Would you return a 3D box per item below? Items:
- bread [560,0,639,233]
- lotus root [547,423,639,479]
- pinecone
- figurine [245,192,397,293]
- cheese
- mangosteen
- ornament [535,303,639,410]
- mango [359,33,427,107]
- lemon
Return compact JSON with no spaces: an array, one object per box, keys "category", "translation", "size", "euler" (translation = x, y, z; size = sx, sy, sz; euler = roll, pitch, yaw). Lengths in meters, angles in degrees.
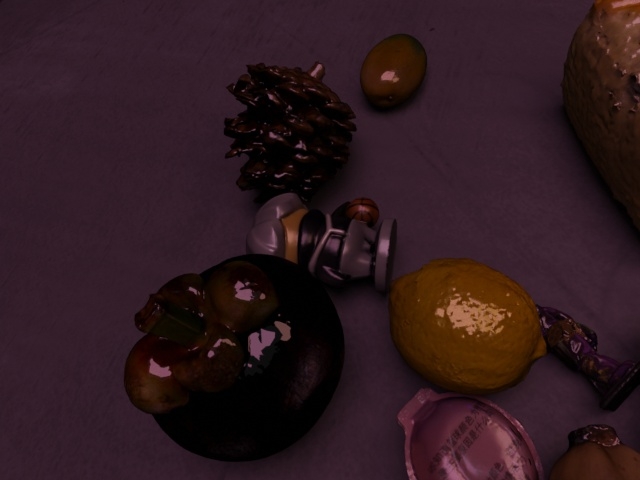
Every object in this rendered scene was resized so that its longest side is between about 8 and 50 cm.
[{"category":"bread","translation":[0.498,-0.172,0.709],"size":[0.165,0.236,0.375],"euler":[-14,58,7]},{"category":"lotus root","translation":[0.311,0.320,0.484],"size":[0.154,0.140,0.257],"euler":[11,44,-5]},{"category":"pinecone","translation":[-0.057,-0.183,0.846],"size":[0.244,0.243,0.257],"euler":[11,72,19]},{"category":"figurine","translation":[0.000,0.000,0.785],"size":[0.236,0.133,0.176],"euler":[5,52,13]},{"category":"cheese","translation":[0.214,0.295,0.581],"size":[0.286,0.074,0.189],"euler":[41,54,18]},{"category":"mangosteen","translation":[-0.116,0.136,0.626],"size":[0.275,0.302,0.275],"euler":[-13,60,24]},{"category":"ornament","translation":[0.326,0.141,0.666],"size":[0.203,0.088,0.081],"euler":[35,96,41]},{"category":"mango","translation":[0.149,-0.350,0.988],"size":[0.130,0.092,0.194],"euler":[1,51,16]},{"category":"lemon","translation":[0.189,0.111,0.650],"size":[0.193,0.180,0.180],"euler":[-5,59,14]}]
